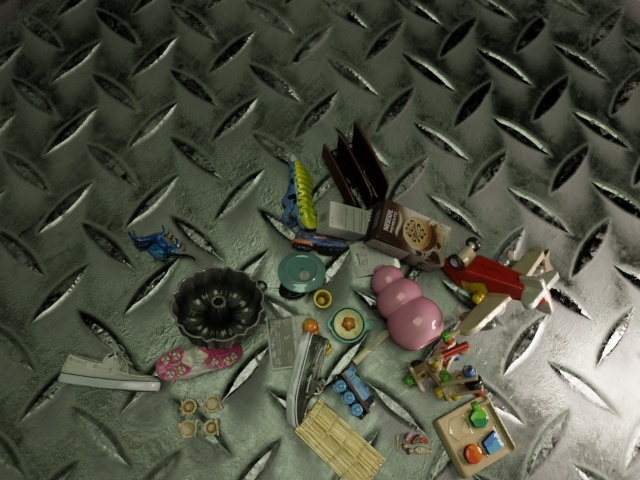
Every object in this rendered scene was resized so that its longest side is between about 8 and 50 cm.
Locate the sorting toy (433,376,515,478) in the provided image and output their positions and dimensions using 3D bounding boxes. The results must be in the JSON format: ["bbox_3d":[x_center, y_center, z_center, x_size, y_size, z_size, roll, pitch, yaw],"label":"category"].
[{"bbox_3d":[0.528,0.653,1.650,0.229,0.041,0.307,-24,75,-8],"label":"sorting toy"}]

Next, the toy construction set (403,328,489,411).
[{"bbox_3d":[0.404,0.450,1.586,0.237,0.309,0.258,-24,48,3],"label":"toy construction set"}]

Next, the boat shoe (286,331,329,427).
[{"bbox_3d":[-0.041,0.494,1.615,0.119,0.121,0.335,9,89,11],"label":"boat shoe"}]

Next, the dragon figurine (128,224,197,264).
[{"bbox_3d":[-0.611,0.038,1.788,0.289,0.085,0.144,39,76,10],"label":"dragon figurine"}]

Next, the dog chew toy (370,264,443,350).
[{"bbox_3d":[0.301,0.234,1.697,0.206,0.207,0.332,-28,68,-9],"label":"dog chew toy"}]

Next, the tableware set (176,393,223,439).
[{"bbox_3d":[-0.431,0.630,1.648,0.168,0.020,0.141,-6,74,-3],"label":"tableware set"}]

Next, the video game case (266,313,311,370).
[{"bbox_3d":[-0.109,0.381,1.730,0.173,0.022,0.191,-7,74,-4],"label":"video game case"}]

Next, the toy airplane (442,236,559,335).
[{"bbox_3d":[0.659,0.180,1.674,0.385,0.273,0.384,-9,38,9],"label":"toy airplane"}]

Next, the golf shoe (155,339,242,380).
[{"bbox_3d":[-0.440,0.433,1.667,0.306,0.140,0.115,-6,66,-26],"label":"golf shoe"}]

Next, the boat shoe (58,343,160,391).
[{"bbox_3d":[-0.739,0.450,1.648,0.366,0.136,0.157,4,70,10],"label":"boat shoe"}]

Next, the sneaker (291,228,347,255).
[{"bbox_3d":[0.000,0.000,1.819,0.221,0.083,0.087,11,61,-3],"label":"sneaker"}]

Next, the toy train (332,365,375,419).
[{"bbox_3d":[0.122,0.547,1.657,0.105,0.080,0.184,-32,76,-16],"label":"toy train"}]

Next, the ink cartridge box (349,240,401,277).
[{"bbox_3d":[0.217,0.065,1.832,0.179,0.045,0.146,-16,74,13],"label":"ink cartridge box"}]

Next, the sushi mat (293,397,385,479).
[{"bbox_3d":[0.065,0.725,1.630,0.316,0.019,0.151,41,75,10],"label":"sushi mat"}]

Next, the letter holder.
[{"bbox_3d":[0.137,-0.288,1.835,0.152,0.214,0.302,-23,75,-8],"label":"letter holder"}]

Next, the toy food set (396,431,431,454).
[{"bbox_3d":[0.333,0.721,1.637,0.122,0.019,0.078,0,73,-1],"label":"toy food set"}]

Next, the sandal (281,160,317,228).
[{"bbox_3d":[-0.103,-0.179,1.852,0.138,0.126,0.318,-19,61,25],"label":"sandal"}]

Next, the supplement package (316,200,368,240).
[{"bbox_3d":[0.086,-0.073,1.791,0.179,0.105,0.105,13,70,-29],"label":"supplement package"}]

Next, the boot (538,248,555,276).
[{"bbox_3d":[0.902,0.104,1.829,0.087,0.042,0.118,42,78,4],"label":"boot"}]

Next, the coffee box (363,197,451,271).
[{"bbox_3d":[0.332,-0.018,1.760,0.297,0.119,0.168,22,69,-14],"label":"coffee box"}]

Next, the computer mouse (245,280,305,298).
[{"bbox_3d":[-0.170,0.191,1.782,0.241,0.041,0.071,1,64,6],"label":"computer mouse"}]

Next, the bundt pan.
[{"bbox_3d":[-0.370,0.255,1.664,0.330,0.124,0.331,6,46,-6],"label":"bundt pan"}]

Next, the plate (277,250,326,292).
[{"bbox_3d":[-0.072,0.115,1.781,0.188,0.024,0.188,2,55,-3],"label":"plate"}]

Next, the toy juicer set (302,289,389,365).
[{"bbox_3d":[0.085,0.343,1.700,0.329,0.089,0.209,30,71,2],"label":"toy juicer set"}]
